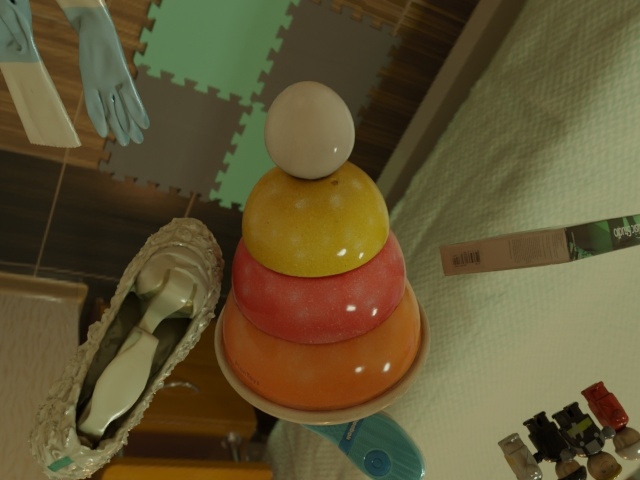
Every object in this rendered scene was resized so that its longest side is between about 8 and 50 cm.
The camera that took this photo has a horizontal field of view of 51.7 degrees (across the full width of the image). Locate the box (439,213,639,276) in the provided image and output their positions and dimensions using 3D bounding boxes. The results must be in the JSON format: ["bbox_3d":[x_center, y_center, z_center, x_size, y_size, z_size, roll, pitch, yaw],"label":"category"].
[{"bbox_3d":[0.392,0.004,1.113,0.322,0.232,0.059,-10,89,-40],"label":"box"}]

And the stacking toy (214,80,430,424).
[{"bbox_3d":[0.000,0.000,0.950,0.350,0.351,0.480,-11,132,-11],"label":"stacking toy"}]

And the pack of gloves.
[{"bbox_3d":[-0.249,-0.201,0.633,0.046,0.195,0.232,-45,134,-43],"label":"pack of gloves"}]

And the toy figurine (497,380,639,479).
[{"bbox_3d":[0.445,0.369,1.167,0.213,0.148,0.209,-42,159,33],"label":"toy figurine"}]

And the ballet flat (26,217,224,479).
[{"bbox_3d":[-0.225,0.124,0.877,0.147,0.409,0.147,17,147,11],"label":"ballet flat"}]

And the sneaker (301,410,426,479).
[{"bbox_3d":[0.093,0.371,1.369,0.127,0.319,0.208,-58,163,7],"label":"sneaker"}]
